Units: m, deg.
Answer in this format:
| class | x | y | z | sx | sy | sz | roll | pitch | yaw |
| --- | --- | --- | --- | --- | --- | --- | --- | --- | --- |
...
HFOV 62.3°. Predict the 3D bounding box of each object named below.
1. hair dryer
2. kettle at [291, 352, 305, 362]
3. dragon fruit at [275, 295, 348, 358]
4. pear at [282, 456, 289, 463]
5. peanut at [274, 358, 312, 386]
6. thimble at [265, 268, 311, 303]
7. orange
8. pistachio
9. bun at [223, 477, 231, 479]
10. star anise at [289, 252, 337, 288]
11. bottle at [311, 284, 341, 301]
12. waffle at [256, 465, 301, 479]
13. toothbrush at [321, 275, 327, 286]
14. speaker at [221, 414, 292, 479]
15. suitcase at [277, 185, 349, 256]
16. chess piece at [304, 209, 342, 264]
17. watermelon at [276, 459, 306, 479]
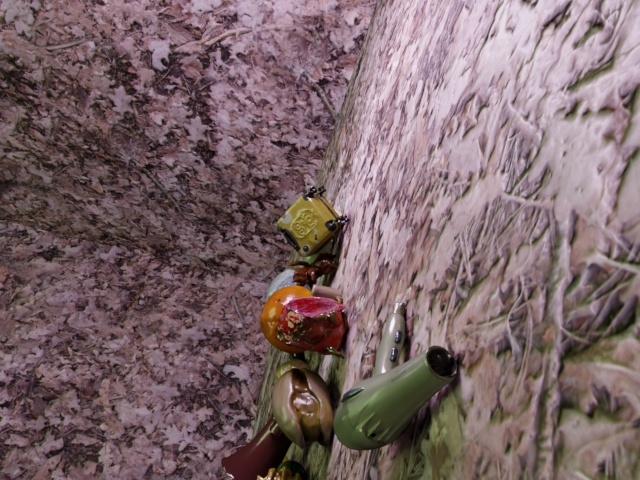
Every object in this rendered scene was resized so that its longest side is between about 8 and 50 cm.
| class | x | y | z | sx | sy | sz | roll | pitch | yaw |
| --- | --- | --- | --- | --- | --- | --- | --- | --- | --- |
| hair dryer | 0.138 | 0.203 | 0.884 | 0.298 | 0.119 | 0.296 | -65 | 9 | -25 |
| kettle | -0.097 | 0.348 | 2.126 | 0.203 | 0.262 | 0.308 | -41 | -5 | -14 |
| dragon fruit | -0.011 | 0.235 | 1.532 | 0.282 | 0.211 | 0.146 | 10 | 93 | 57 |
| pear | -0.197 | 0.805 | 1.827 | 0.198 | 0.198 | 0.198 | -166 | 90 | -83 |
| peanut | -0.104 | 0.514 | 1.890 | 0.305 | 0.147 | 0.146 | 111 | 171 | -63 |
| thimble | -0.145 | 0.262 | 2.406 | 0.172 | 0.205 | 0.250 | -87 | 8 | -60 |
| orange | -0.093 | 0.277 | 1.848 | 0.240 | 0.240 | 0.239 | -166 | 90 | -83 |
| pistachio | -0.050 | 0.469 | 1.483 | 0.288 | 0.166 | 0.197 | -108 | 9 | -69 |
| bun | -0.315 | 1.023 | 1.903 | 0.362 | 0.235 | 0.325 | -89 | -3 | -76 |
| star anise | -0.024 | 0.115 | 2.017 | 0.212 | 0.196 | 0.111 | 27 | -140 | -68 |
| bottle | 0.019 | 0.174 | 1.752 | 0.045 | 0.097 | 0.045 | -166 | 90 | -84 |
| waffle | -0.107 | 0.716 | 1.434 | 0.210 | 0.161 | 0.055 | -78 | -3 | -46 |
| toothbrush | 0.015 | 0.176 | 2.112 | 0.019 | 0.016 | 0.219 | 98 | -177 | -76 |
| speaker | -0.119 | 0.644 | 1.694 | 0.329 | 0.259 | 0.198 | -49 | 46 | -11 |
| suitcase | -0.028 | -0.067 | 1.998 | 0.235 | 0.194 | 0.143 | -44 | -15 | 27 |
| chess piece | 0.000 | 0.000 | 2.165 | 0.144 | 0.145 | 0.251 | -100 | 19 | -73 |
| watermelon | -0.088 | 0.702 | 1.552 | 0.109 | 0.109 | 0.108 | -166 | 90 | -83 |
